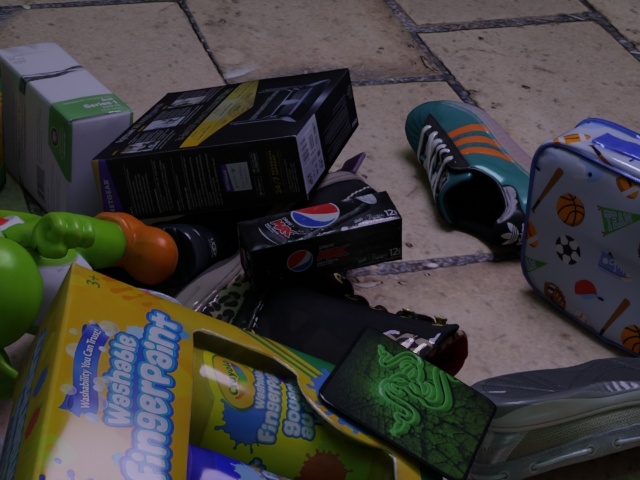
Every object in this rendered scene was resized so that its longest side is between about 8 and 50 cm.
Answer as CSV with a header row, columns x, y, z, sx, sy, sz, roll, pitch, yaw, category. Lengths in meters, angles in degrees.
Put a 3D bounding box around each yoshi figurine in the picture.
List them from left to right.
x,y,z,sx,sy,sz,roll,pitch,yaw,category
-0.288,0.049,1.635,0.203,0.203,0.362,-11,-10,31,yoshi figurine

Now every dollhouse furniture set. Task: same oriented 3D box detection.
x,y,z,sx,sy,sz,roll,pitch,yaw,category
0.036,-0.035,2.106,0.081,0.091,0.114,41,55,-18,dollhouse furniture set

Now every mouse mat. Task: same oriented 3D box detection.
x,y,z,sx,sy,sz,roll,pitch,yaw,category
0.084,0.148,1.526,0.153,0.007,0.189,31,22,4,mouse mat

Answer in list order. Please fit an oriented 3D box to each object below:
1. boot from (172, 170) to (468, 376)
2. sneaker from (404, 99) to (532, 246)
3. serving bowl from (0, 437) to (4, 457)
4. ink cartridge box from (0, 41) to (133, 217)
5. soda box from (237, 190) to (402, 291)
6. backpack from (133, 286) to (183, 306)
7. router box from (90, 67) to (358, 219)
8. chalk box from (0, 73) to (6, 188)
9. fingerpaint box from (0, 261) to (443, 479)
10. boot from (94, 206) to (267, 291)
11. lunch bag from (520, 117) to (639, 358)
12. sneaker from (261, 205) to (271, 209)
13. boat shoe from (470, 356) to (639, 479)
x,y,z,sx,sy,sz,roll,pitch,yaw,category
0.030,0.078,1.796,0.284,0.138,0.377,22,39,27,boot
0.185,-0.090,2.123,0.121,0.108,0.302,-11,36,-32,sneaker
-0.327,0.217,1.621,0.083,0.027,0.083,4,30,-2,serving bowl
-0.326,-0.133,2.067,0.093,0.160,0.219,-14,37,-30,ink cartridge box
0.000,0.000,1.745,0.169,0.060,0.053,-13,39,-13,soda box
-0.184,0.129,1.627,0.152,0.182,0.115,2,58,1,backpack
-0.103,-0.116,1.953,0.243,0.081,0.309,-6,18,15,router box
-0.513,-0.092,1.958,0.179,0.180,0.289,11,33,10,chalk box
-0.082,0.252,1.357,0.371,0.163,0.445,22,28,-14,fingerpaint box
-0.189,0.017,1.914,0.246,0.094,0.207,-9,2,27,boot
0.372,0.003,1.869,0.303,0.243,0.115,29,39,35,lunch bag
-0.043,-0.096,2.128,0.106,0.078,0.234,-9,32,-18,sneaker
0.297,0.187,1.714,0.320,0.103,0.118,-5,13,-26,boat shoe
